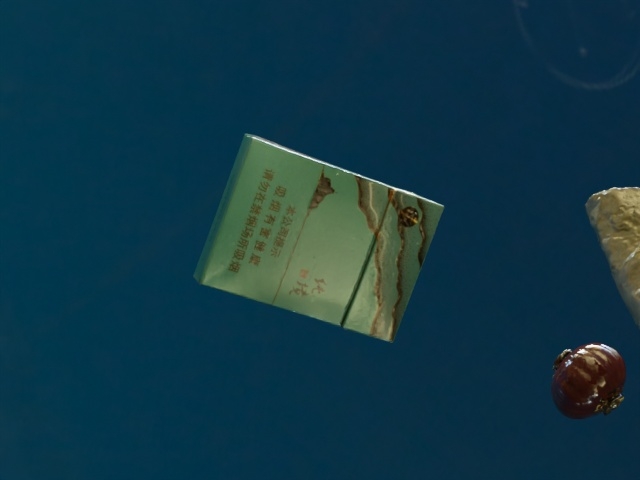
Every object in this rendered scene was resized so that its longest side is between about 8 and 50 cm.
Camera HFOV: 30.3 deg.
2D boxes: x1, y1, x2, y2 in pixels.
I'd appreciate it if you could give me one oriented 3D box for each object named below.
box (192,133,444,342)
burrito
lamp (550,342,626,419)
[{"bbox_3d":[0.001,0.000,1.245,0.229,0.162,0.041,19,-174,-20],"label":"box"},{"bbox_3d":[0.482,0.044,1.656,0.143,0.105,0.299,-6,-132,-5],"label":"burrito"},{"bbox_3d":[0.321,0.169,1.419,0.101,0.101,0.090,-27,-123,-31],"label":"lamp"}]
